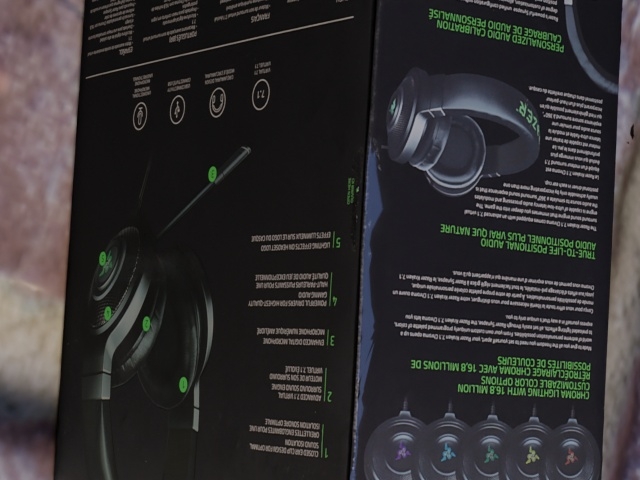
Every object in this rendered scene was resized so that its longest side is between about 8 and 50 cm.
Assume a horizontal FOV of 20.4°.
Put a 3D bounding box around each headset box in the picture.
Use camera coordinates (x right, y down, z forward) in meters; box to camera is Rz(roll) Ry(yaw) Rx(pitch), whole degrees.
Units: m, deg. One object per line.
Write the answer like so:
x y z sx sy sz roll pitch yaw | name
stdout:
0.000 0.000 0.773 0.131 0.246 0.283 7 83 -34 | headset box
